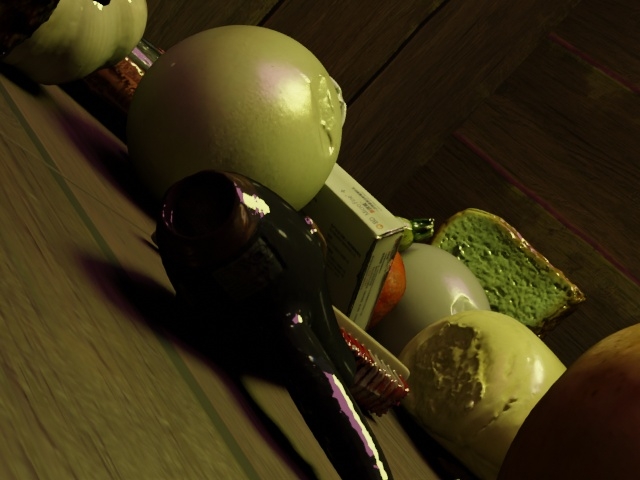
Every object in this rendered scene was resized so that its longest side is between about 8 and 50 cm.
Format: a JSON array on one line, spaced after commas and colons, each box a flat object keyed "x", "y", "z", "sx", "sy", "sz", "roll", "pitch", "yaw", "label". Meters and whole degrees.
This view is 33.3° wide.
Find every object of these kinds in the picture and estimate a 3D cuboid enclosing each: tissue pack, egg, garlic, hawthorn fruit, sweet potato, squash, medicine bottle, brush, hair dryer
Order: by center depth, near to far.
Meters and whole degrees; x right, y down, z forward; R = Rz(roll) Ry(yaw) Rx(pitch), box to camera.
[{"x": 0.010, "y": 0.130, "z": 0.772, "sx": 0.359, "sy": 0.120, "sz": 0.303, "roll": 60, "pitch": -1, "yaw": 37, "label": "hair dryer"}, {"x": -0.025, "y": 0.074, "z": 1.000, "sx": 0.321, "sy": 0.060, "sz": 0.050, "roll": 41, "pitch": 16, "yaw": -33, "label": "brush"}, {"x": -0.288, "y": -0.229, "z": 1.069, "sx": 0.229, "sy": 0.178, "sz": 0.142, "roll": 20, "pitch": 48, "yaw": -32, "label": "garlic"}, {"x": 0.165, "y": 0.265, "z": 1.116, "sx": 0.115, "sy": 0.026, "sz": 0.026, "roll": 44, "pitch": 4, "yaw": 35, "label": "sweet potato"}, {"x": -0.088, "y": -0.118, "z": 1.138, "sx": 0.219, "sy": 0.219, "sz": 0.269, "roll": 44, "pitch": 37, "yaw": 5, "label": "egg"}, {"x": 0.000, "y": 0.000, "z": 1.263, "sx": 0.052, "sy": 0.171, "sz": 0.201, "roll": -11, "pitch": 42, "yaw": -38, "label": "medicine bottle"}, {"x": -0.295, "y": -0.263, "z": 1.337, "sx": 0.332, "sy": 0.123, "sz": 0.245, "roll": 42, "pitch": 2, "yaw": -22, "label": "tissue pack"}, {"x": 0.038, "y": 0.046, "z": 1.382, "sx": 0.133, "sy": 0.133, "sz": 0.138, "roll": 46, "pitch": 15, "yaw": 34, "label": "hawthorn fruit"}, {"x": 0.030, "y": -0.004, "z": 1.480, "sx": 0.252, "sy": 0.066, "sz": 0.066, "roll": 0, "pitch": -13, "yaw": 20, "label": "squash"}, {"x": 0.146, "y": 0.104, "z": 1.485, "sx": 0.176, "sy": 0.176, "sz": 0.232, "roll": 40, "pitch": 8, "yaw": -38, "label": "egg"}]

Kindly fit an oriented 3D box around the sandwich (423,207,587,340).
[{"x": 0.232, "y": 0.104, "z": 1.661, "sx": 0.249, "sy": 0.273, "sz": 0.095, "roll": 43, "pitch": 4, "yaw": 22, "label": "sandwich"}]

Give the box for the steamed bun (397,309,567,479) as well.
[{"x": 0.216, "y": 0.195, "z": 1.230, "sx": 0.232, "sy": 0.166, "sz": 0.273, "roll": 42, "pitch": -2, "yaw": -21, "label": "steamed bun"}]

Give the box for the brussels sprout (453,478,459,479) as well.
[{"x": 0.128, "y": 0.237, "z": 0.863, "sx": 0.085, "sy": 0.058, "sz": 0.085, "roll": 24, "pitch": -28, "yaw": 14, "label": "brussels sprout"}]

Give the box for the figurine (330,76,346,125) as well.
[{"x": -0.063, "y": -0.153, "z": 1.363, "sx": 0.208, "sy": 0.184, "sz": 0.128, "roll": 135, "pitch": -55, "yaw": -80, "label": "figurine"}]

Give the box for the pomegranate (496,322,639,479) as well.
[{"x": 0.244, "y": 0.216, "z": 0.649, "sx": 0.338, "sy": 0.338, "sz": 0.338, "roll": 43, "pitch": 4, "yaw": -4, "label": "pomegranate"}]

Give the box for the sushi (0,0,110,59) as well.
[{"x": -0.299, "y": -0.238, "z": 0.691, "sx": 0.343, "sy": 0.182, "sz": 0.196, "roll": 39, "pitch": 13, "yaw": -23, "label": "sushi"}]
